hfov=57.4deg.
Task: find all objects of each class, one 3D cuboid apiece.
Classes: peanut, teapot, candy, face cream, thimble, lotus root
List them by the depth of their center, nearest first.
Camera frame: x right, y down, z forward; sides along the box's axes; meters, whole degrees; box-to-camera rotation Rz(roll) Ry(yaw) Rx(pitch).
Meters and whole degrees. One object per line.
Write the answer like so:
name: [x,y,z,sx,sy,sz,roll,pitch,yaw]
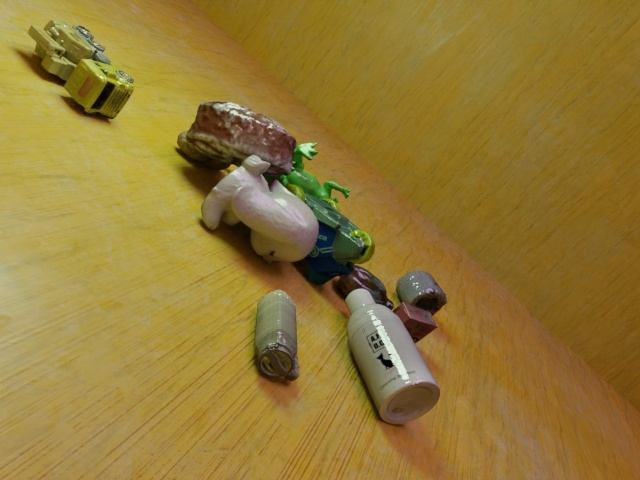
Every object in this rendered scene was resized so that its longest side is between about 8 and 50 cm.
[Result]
teapot: [-0.081,0.196,1.172,0.107,0.077,0.200,55,13,-24]
face cream: [0.137,0.240,1.386,0.145,0.145,0.369,27,23,-37]
candy: [-0.201,-0.269,1.552,0.290,0.157,0.214,19,-1,-10]
peanut: [-0.327,-0.251,1.657,0.174,0.080,0.080,28,23,-38]
lotus root: [0.130,0.145,1.666,0.192,0.088,0.113,37,36,-15]
thimble: [0.330,0.175,1.924,0.151,0.127,0.118,32,22,-41]

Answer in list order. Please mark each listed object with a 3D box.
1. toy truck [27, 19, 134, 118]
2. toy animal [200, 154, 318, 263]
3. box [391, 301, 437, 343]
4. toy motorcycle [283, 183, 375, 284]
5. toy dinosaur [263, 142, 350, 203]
toy truck: [-0.599,-0.431,1.442,0.272,0.124,0.157,47,19,15]
toy animal: [-0.124,-0.060,1.444,0.265,0.206,0.272,40,16,7]
box: [0.242,0.239,1.641,0.156,0.111,0.060,22,35,-42]
toy motorcycle: [0.000,0.000,1.596,0.191,0.200,0.326,18,19,-49]
toy dinosaur: [-0.138,-0.187,1.846,0.500,0.144,0.374,18,-26,18]
